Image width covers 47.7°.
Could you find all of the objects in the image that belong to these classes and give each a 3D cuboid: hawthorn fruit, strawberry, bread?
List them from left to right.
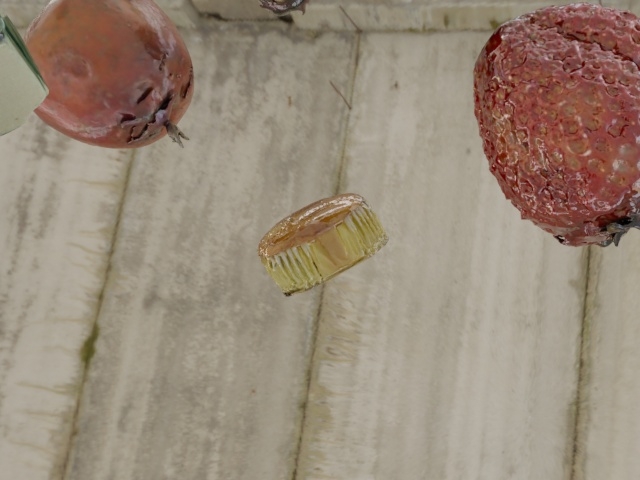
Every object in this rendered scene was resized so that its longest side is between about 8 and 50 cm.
[{"bbox_3d":[-0.321,-0.260,1.190,0.307,0.276,0.276,38,-91,14],"label":"hawthorn fruit"},{"bbox_3d":[0.000,0.000,1.112,0.190,0.132,0.114,-32,-76,-7],"label":"bread"},{"bbox_3d":[0.309,-0.146,0.893,0.288,0.238,0.250,39,-124,-2],"label":"strawberry"}]

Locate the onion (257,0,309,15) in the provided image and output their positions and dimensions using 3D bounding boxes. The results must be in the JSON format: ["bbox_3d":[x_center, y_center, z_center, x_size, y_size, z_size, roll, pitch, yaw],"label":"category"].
[{"bbox_3d":[-0.030,-0.471,1.026,0.206,0.207,0.216,39,-116,-16],"label":"onion"}]

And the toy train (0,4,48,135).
[{"bbox_3d":[-0.213,-0.146,0.366,0.080,0.125,0.194,-29,-111,-9],"label":"toy train"}]
